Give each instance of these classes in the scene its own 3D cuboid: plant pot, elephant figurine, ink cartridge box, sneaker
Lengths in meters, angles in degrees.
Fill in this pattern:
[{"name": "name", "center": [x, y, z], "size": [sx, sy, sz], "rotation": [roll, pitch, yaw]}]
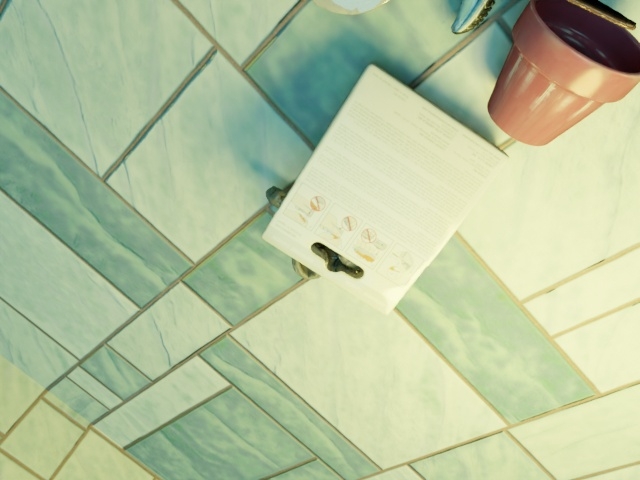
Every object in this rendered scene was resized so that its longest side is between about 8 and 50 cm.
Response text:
[{"name": "plant pot", "center": [0.373, -0.260, 0.815], "size": [0.202, 0.201, 0.180], "rotation": [27, 140, -2]}, {"name": "elephant figurine", "center": [0.000, 0.000, 1.111], "size": [0.240, 0.169, 0.185], "rotation": [10, 85, 17]}, {"name": "ink cartridge box", "center": [0.115, -0.089, 0.978], "size": [0.308, 0.091, 0.384], "rotation": [32, 106, -7]}, {"name": "sneaker", "center": [0.255, -0.419, 0.826], "size": [0.073, 0.063, 0.162], "rotation": [34, 122, 14]}]

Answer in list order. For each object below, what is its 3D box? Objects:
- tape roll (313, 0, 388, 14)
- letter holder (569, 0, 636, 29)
[{"name": "tape roll", "center": [0.054, -0.488, 0.820], "size": [0.220, 0.072, 0.219], "rotation": [7, 122, 11]}, {"name": "letter holder", "center": [0.408, -0.369, 0.656], "size": [0.215, 0.301, 0.152], "rotation": [26, 125, -2]}]
